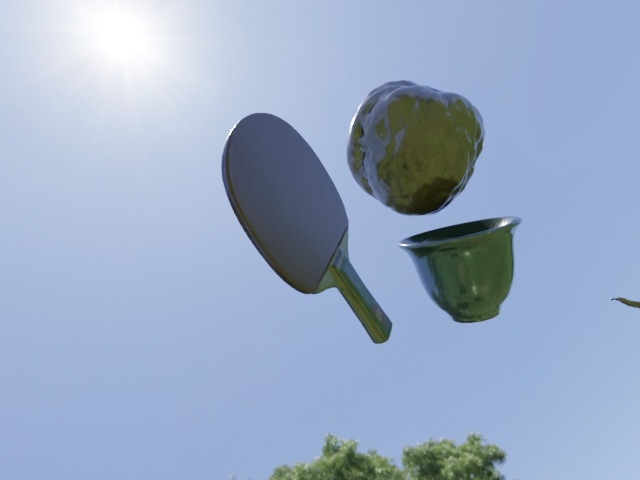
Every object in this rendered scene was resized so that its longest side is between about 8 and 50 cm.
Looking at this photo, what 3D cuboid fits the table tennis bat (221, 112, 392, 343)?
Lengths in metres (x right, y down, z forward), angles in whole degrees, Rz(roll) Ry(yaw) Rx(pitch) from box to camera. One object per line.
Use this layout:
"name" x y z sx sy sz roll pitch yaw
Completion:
"table tennis bat" 0.000 0.000 0.442 0.021 0.154 0.274 -18 -62 34

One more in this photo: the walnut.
"walnut" 0.166 -0.165 0.804 0.248 0.248 0.249 -13 -59 -22

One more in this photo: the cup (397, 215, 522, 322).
"cup" 0.242 0.053 0.737 0.199 0.199 0.150 -15 -86 -21

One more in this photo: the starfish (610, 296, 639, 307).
"starfish" 0.684 0.130 0.953 0.130 0.041 0.133 -8 -16 -18
